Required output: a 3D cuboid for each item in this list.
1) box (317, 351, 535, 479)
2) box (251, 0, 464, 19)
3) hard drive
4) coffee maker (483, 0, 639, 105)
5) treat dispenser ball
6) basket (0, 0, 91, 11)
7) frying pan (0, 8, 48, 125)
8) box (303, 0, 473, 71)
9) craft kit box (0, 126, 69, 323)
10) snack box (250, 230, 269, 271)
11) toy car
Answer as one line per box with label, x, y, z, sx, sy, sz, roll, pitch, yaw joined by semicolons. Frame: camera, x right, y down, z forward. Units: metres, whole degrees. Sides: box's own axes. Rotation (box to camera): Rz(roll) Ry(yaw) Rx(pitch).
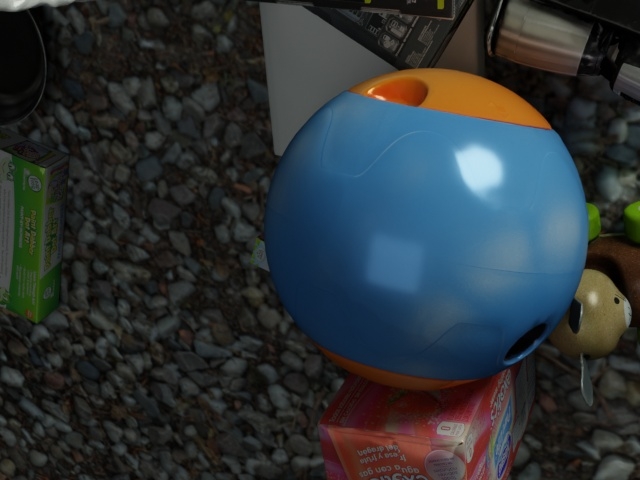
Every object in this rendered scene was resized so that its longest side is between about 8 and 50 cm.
box;0.123;0.172;1.052;0.142;0.300;0.154;3;117;23
box;0.012;-0.320;0.833;0.216;0.060;0.270;9;132;19
hard drive;0.048;-0.249;1.028;0.233;0.047;0.353;6;117;23
coffee maker;0.254;-0.213;0.901;0.178;0.120;0.171;22;122;14
treat dispenser ball;0.093;-0.010;0.924;0.288;0.288;0.288;11;119;21
basket;-0.241;-0.404;0.894;0.266;0.328;0.331;24;122;30
frying pan;-0.415;-0.296;1.230;0.197;0.053;0.326;5;115;24
box;0.075;-0.289;0.930;0.183;0.059;0.232;34;125;6
craft kit box;-0.461;-0.042;1.382;0.246;0.061;0.250;24;123;17
snack box;0.000;0.000;1.121;0.100;0.141;0.037;26;124;12
toy car;0.276;0.068;0.991;0.149;0.188;0.155;-2;114;27
